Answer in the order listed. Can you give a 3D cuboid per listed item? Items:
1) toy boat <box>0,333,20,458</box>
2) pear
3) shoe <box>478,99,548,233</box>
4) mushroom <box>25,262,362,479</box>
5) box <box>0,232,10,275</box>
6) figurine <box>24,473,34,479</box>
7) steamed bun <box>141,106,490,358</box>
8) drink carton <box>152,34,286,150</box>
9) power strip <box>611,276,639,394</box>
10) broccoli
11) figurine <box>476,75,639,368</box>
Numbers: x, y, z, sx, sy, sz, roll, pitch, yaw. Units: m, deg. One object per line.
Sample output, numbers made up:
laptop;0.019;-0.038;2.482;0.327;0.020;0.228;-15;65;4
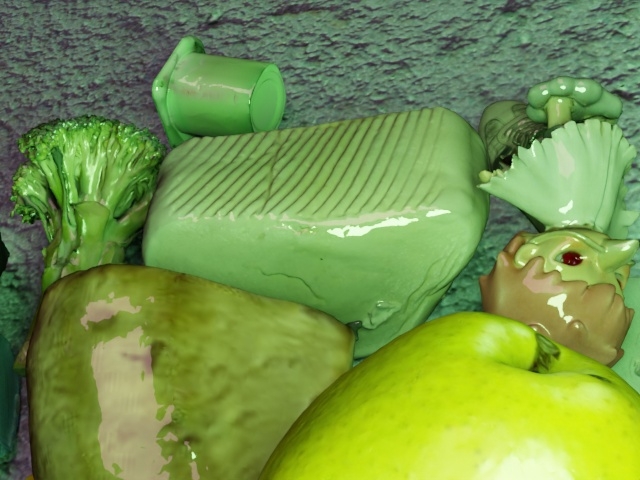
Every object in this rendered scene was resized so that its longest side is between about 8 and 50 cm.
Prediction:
toy boat;-0.434;0.194;1.432;0.102;0.088;0.215;-20;44;11
pear;0.109;0.266;0.889;0.362;0.418;0.362;11;11;-2
shoe;0.263;-0.098;1.395;0.103;0.098;0.275;-27;42;-7
mushroom;-0.145;0.234;1.104;0.224;0.314;0.397;-50;26;46
box;-0.536;0.076;1.433;0.091;0.350;0.359;41;67;9
figurine;-0.243;0.311;1.238;0.178;0.109;0.129;13;80;34
steamed bun;0.004;0.003;1.320;0.383;0.236;0.247;-5;37;11
drink carton;-0.134;-0.203;1.660;0.142;0.146;0.144;9;52;21
power strip;0.373;0.121;1.145;0.213;0.064;0.198;-2;51;41
broccoli;-0.328;0.009;1.511;0.252;0.221;0.361;30;59;2
figurine;0.243;0.026;1.157;0.166;0.207;0.387;-17;57;44
